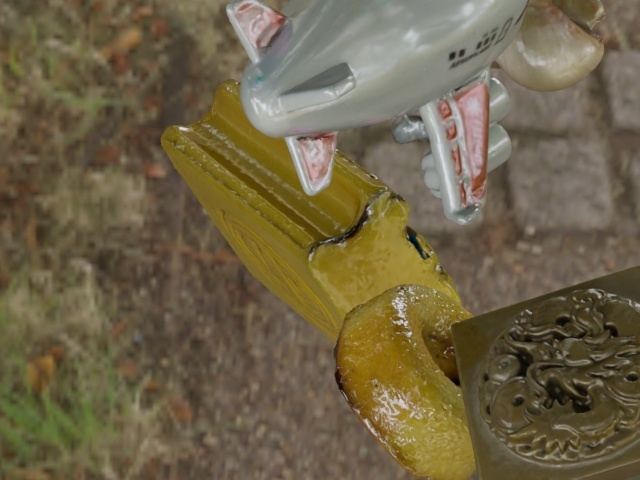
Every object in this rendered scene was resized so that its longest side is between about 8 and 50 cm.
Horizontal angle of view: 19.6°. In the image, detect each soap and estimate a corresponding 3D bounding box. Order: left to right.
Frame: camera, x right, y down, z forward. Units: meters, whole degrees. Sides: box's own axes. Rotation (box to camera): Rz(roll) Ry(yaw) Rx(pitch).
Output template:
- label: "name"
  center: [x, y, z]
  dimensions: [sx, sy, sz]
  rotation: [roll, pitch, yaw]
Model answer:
- label: "soap"
  center: [0.000, 0.000, 1.588]
  dimensions: [0.096, 0.204, 0.324]
  rotation: [-40, 32, -8]

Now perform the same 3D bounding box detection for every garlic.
- label: "garlic"
  center: [0.181, -0.198, 1.657]
  dimensions: [0.124, 0.099, 0.174]
  rotation: [-47, 47, -2]

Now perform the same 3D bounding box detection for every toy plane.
- label: "toy plane"
  center: [0.044, -0.127, 1.133]
  dimensions: [0.118, 0.252, 0.252]
  rotation: [-8, 28, 47]

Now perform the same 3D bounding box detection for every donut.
- label: "donut"
  center: [0.077, 0.093, 1.274]
  dimensions: [0.152, 0.058, 0.152]
  rotation: [36, 29, -23]

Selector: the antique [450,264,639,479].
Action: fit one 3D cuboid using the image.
- label: "antique"
  center: [0.171, 0.112, 1.130]
  dimensions: [0.152, 0.148, 0.147]
  rotation: [-19, 46, 11]
